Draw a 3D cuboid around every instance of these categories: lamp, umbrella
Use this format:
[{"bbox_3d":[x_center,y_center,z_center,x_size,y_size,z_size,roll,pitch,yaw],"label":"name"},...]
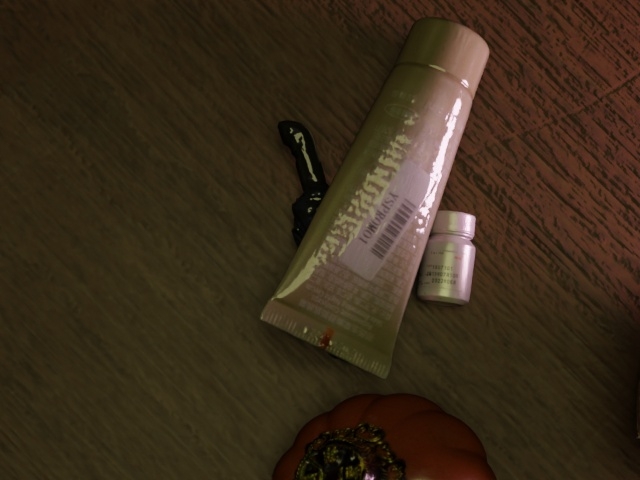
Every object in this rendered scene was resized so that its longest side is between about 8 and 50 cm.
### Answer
[{"bbox_3d":[0.054,0.245,1.315,0.223,0.196,0.223,-16,56,25],"label":"lamp"},{"bbox_3d":[0.008,-0.002,1.410,0.071,0.071,0.248,-13,85,-3],"label":"umbrella"}]

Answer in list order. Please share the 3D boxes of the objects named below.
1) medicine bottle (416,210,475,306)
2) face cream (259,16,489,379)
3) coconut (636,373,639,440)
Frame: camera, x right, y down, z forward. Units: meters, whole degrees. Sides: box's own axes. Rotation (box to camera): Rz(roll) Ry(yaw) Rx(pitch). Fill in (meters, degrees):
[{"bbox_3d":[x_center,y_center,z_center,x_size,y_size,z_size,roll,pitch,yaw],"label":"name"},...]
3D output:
[{"bbox_3d":[0.124,0.018,1.417,0.052,0.052,0.089,8,83,-1],"label":"medicine bottle"},{"bbox_3d":[0.066,-0.050,1.386,0.137,0.084,0.341,27,74,-17],"label":"face cream"},{"bbox_3d":[0.423,0.137,1.318,0.247,0.245,0.244,14,83,6],"label":"coconut"}]
